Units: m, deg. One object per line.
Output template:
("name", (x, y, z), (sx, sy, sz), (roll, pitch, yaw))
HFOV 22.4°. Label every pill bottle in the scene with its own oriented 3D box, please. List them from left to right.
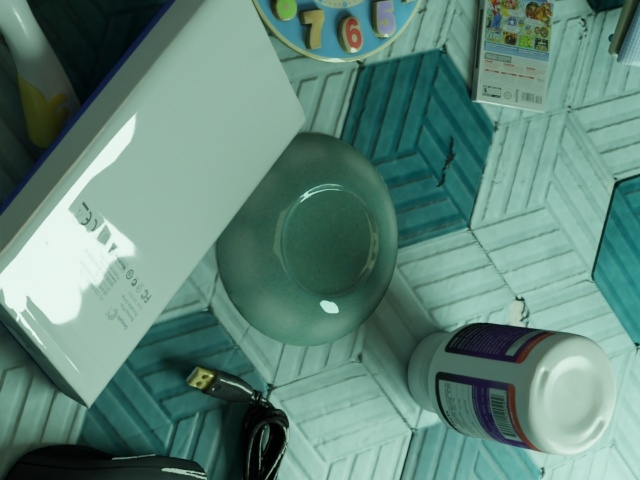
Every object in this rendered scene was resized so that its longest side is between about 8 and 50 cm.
("pill bottle", (0.166, 0.130, 1.473), (0.108, 0.193, 0.108), (-2, 93, -33))

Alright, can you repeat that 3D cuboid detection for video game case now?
("video game case", (0.189, -0.191, 1.584), (0.087, 0.011, 0.122), (6, 89, -32))

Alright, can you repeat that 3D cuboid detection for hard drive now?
("hard drive", (-0.142, -0.044, 1.308), (0.318, 0.040, 0.210), (-54, 148, -19))

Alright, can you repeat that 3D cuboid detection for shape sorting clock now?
("shape sorting clock", (0.017, -0.263, 1.456), (0.206, 0.040, 0.206), (-1, 92, -32))

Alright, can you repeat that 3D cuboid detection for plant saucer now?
("plant saucer", (0.000, 0.000, 1.457), (0.195, 0.037, 0.195), (-1, 91, -32))

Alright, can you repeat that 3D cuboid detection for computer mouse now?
("computer mouse", (-0.131, 0.193, 1.366), (0.262, 0.060, 0.184), (17, 83, -32))

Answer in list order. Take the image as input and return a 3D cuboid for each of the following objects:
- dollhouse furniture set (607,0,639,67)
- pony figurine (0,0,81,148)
("dollhouse furniture set", (0.428, -0.179, 1.583), (0.303, 0.198, 0.286), (9, 113, -22))
("pony figurine", (-0.209, -0.253, 1.141), (0.351, 0.303, 0.363), (-53, 160, 1))
